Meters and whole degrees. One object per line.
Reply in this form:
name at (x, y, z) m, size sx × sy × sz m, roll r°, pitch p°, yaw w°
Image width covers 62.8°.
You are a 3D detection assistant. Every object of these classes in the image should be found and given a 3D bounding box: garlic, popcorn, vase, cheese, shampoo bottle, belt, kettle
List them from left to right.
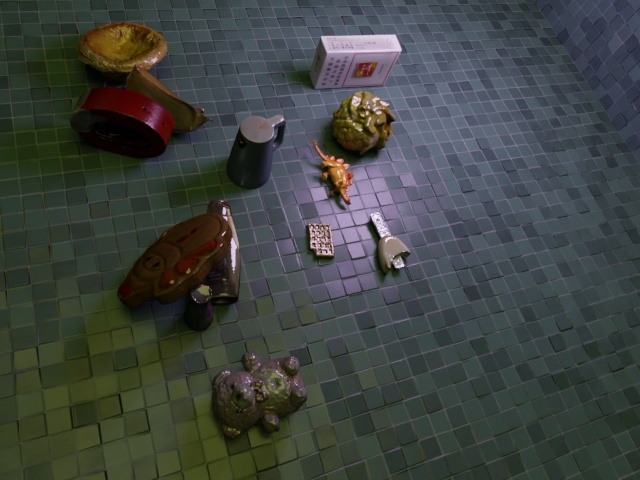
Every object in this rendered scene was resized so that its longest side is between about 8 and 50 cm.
belt at (-0.660, -0.393, 1.738) m, size 0.324 × 0.227 × 0.115 m, roll 14°, pitch 58°, yaw -10°
garlic at (-0.527, -0.462, 1.839) m, size 0.338 × 0.196 × 0.151 m, roll 35°, pitch 73°, yaw -5°
vase at (-0.350, 0.191, 1.524) m, size 0.086 × 0.214 × 0.086 m, roll 6°, pitch 62°, yaw -12°
shampoo bottle at (-0.322, 0.033, 1.693) m, size 0.126 × 0.084 × 0.350 m, roll 0°, pitch 62°, yaw -9°
kettle at (-0.210, -0.321, 1.818) m, size 0.211 × 0.243 × 0.160 m, roll -28°, pitch 73°, yaw -28°
popcorn at (0.172, -0.459, 2.024) m, size 0.259 × 0.212 × 0.259 m, roll 3°, pitch 65°, yaw -6°
cheese at (0.237, 0.002, 1.884) m, size 0.127 × 0.049 × 0.235 m, roll -17°, pitch 68°, yaw -20°

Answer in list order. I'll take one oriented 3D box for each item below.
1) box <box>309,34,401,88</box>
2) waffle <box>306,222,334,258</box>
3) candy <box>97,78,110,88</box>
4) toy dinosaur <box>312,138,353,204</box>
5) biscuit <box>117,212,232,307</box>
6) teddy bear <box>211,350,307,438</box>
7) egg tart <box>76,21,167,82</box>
box at (0.139, -0.729, 2.150) m, size 0.331 × 0.210 × 0.095 m, roll -8°, pitch 67°, yaw -19°
waffle at (0.000, 0.000, 1.837) m, size 0.092 × 0.021 × 0.135 m, roll 3°, pitch 61°, yaw -16°
candy at (-0.789, -0.502, 1.861) m, size 0.047 × 0.053 × 0.182 m, roll 22°, pitch 57°, yaw -4°
toy dinosaur at (0.060, -0.260, 1.965) m, size 0.117 × 0.070 × 0.288 m, roll -15°, pitch 71°, yaw -34°
biscuit at (-0.430, 0.056, 1.549) m, size 0.381 × 0.359 × 0.074 m, roll -39°, pitch 120°, yaw -18°
teddy bear at (-0.174, 0.430, 1.488) m, size 0.267 × 0.151 × 0.236 m, roll -7°, pitch 64°, yaw -23°
egg tart at (-0.721, -0.679, 1.924) m, size 0.319 × 0.128 × 0.318 m, roll 6°, pitch 51°, yaw -7°
